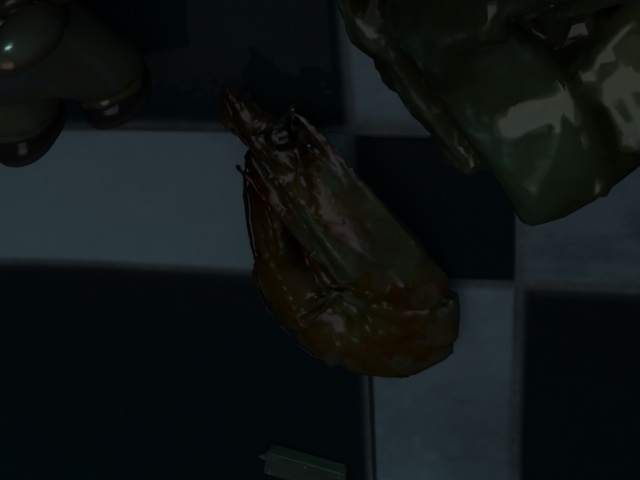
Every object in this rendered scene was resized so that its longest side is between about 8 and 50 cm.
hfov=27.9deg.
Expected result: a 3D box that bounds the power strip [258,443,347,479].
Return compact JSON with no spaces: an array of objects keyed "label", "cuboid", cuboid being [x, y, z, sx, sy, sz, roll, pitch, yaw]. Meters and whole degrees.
[{"label":"power strip","cuboid":[-0.015,0.202,1.143,0.083,0.017,0.027,18,120,1]}]

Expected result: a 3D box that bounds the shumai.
[{"label":"shumai","cuboid":[0.137,-0.186,0.696,0.395,0.395,0.348,4,118,10]}]

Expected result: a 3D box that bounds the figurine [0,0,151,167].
[{"label":"figurine","cuboid":[-0.230,-0.223,0.829,0.248,0.203,0.380,-4,131,20]}]

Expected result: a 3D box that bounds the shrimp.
[{"label":"shrimp","cuboid":[0.000,0.001,1.002,0.154,0.062,0.294,-19,115,27]}]
